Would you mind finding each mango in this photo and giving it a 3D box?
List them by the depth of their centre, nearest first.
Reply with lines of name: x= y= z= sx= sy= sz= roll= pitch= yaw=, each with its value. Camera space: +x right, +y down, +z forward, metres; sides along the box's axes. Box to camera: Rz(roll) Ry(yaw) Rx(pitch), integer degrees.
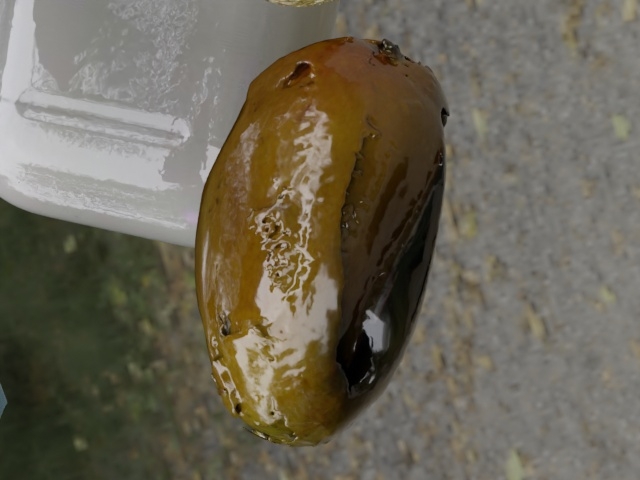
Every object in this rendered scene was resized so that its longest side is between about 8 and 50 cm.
mango: x=0.000 y=0.000 z=0.982 sx=0.151 sy=0.156 sz=0.248 roll=9 pitch=87 yaw=19

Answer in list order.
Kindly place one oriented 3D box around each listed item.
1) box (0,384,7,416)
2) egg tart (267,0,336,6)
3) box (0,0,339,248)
box: x=-0.281 y=0.038 z=0.922 sx=0.083 sy=0.143 sz=0.232 roll=-75 pitch=-20 yaw=-46
egg tart: x=-0.021 y=-0.211 z=1.058 sx=0.129 sy=0.049 sz=0.128 roll=15 pitch=131 yaw=18
box: x=-0.129 y=-0.177 z=1.307 sx=0.289 sy=0.141 sz=0.349 roll=12 pitch=94 yaw=16
